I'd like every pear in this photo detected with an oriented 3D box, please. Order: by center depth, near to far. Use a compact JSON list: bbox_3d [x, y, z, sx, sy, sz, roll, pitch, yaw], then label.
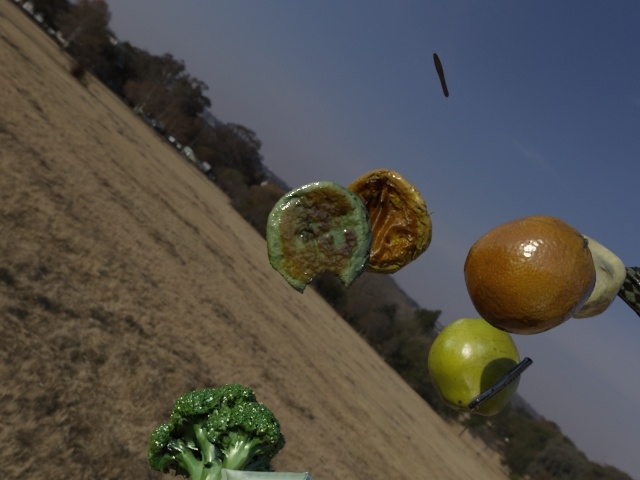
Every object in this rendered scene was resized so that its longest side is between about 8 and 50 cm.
[{"bbox_3d":[0.456,0.366,1.622,0.294,0.294,0.294,42,-2,2],"label":"pear"}]

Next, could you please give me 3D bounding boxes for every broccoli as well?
[{"bbox_3d":[-0.279,0.571,1.525,0.321,0.413,0.310,50,27,-64],"label":"broccoli"}]

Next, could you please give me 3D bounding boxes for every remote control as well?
[{"bbox_3d":[0.476,0.382,1.445,0.028,0.212,0.059,53,3,24],"label":"remote control"}]

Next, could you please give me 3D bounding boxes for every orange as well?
[{"bbox_3d":[0.429,0.066,1.124,0.264,0.264,0.264,42,-2,2],"label":"orange"}]

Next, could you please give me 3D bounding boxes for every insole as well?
[{"bbox_3d":[0.359,-0.492,1.621,0.045,0.002,0.135,-139,-152,-74],"label":"insole"}]

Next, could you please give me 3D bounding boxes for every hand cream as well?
[{"bbox_3d":[-0.116,0.515,1.141,0.050,0.204,0.078,-4,84,-70],"label":"hand cream"}]

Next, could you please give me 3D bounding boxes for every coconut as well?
[{"bbox_3d":[0.602,0.078,1.312,0.224,0.224,0.224,42,-2,2],"label":"coconut"}]

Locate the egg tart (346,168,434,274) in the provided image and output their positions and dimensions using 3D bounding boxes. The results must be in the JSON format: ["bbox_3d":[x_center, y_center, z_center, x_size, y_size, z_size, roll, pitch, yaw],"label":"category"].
[{"bbox_3d":[0.223,-0.065,1.793,0.153,0.339,0.352,-34,107,-54],"label":"egg tart"}]

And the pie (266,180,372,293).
[{"bbox_3d":[-0.001,-0.008,1.410,0.302,0.302,0.067,42,-4,-9],"label":"pie"}]

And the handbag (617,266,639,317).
[{"bbox_3d":[1.342,0.178,2.047,0.180,0.415,0.317,93,-26,-45],"label":"handbag"}]
